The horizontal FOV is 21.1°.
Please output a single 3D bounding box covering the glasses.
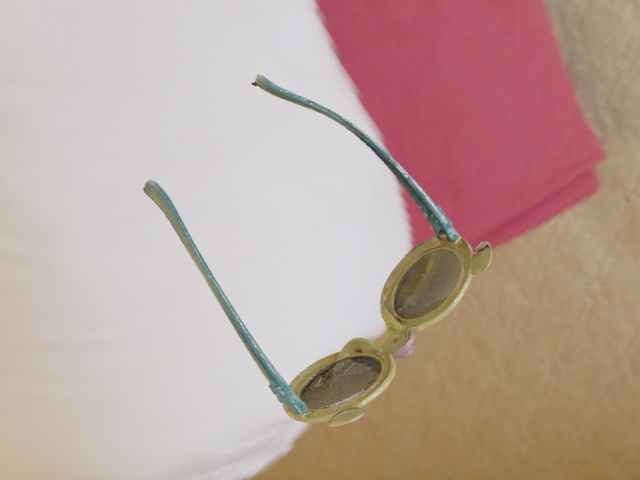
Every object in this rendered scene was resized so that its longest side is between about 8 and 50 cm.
[{"bbox_3d":[-0.013,0.003,1.216,0.220,0.190,0.088,46,157,-7],"label":"glasses"}]
